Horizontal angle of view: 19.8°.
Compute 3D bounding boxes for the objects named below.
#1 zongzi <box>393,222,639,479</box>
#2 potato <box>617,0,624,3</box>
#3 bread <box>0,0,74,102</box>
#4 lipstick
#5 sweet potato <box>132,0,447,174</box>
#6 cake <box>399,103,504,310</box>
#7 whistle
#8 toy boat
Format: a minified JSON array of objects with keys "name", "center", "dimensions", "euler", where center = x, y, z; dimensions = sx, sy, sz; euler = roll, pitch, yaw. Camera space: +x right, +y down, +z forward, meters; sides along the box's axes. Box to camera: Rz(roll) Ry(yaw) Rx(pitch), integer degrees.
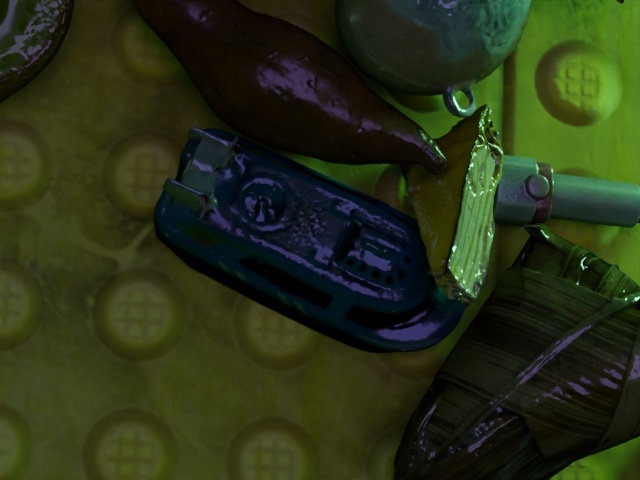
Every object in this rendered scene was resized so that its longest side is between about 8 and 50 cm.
[{"name":"zongzi","center":[0.238,0.160,1.604],"dimensions":[0.288,0.134,0.286],"euler":[28,79,30]},{"name":"potato","center":[0.232,-0.338,1.738],"dimensions":[0.174,0.159,0.251],"euler":[-22,92,16]},{"name":"bread","center":[-0.333,-0.228,1.657],"dimensions":[0.236,0.070,0.236],"euler":[2,79,-8]},{"name":"lipstick","center":[0.249,-0.040,1.731],"dimensions":[0.186,0.057,0.063],"euler":[6,77,-12]},{"name":"sweet potato","center":[-0.046,-0.145,1.670],"dimensions":[0.359,0.112,0.112],"euler":[29,75,5]},{"name":"cake","center":[0.140,-0.033,1.663],"dimensions":[0.116,0.185,0.080],"euler":[-37,125,16]},{"name":"whistle","center":[0.088,-0.278,1.687],"dimensions":[0.189,0.189,0.347],"euler":[-15,77,-13]},{"name":"toy boat","center":[0.000,0.000,1.662],"dimensions":[0.299,0.092,0.134],"euler":[25,72,-4]}]
